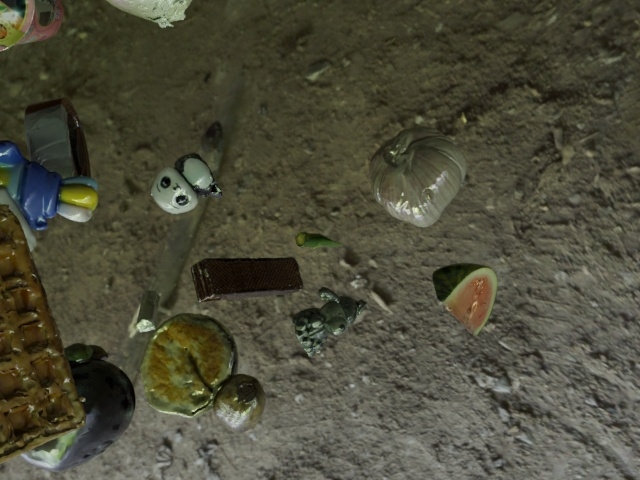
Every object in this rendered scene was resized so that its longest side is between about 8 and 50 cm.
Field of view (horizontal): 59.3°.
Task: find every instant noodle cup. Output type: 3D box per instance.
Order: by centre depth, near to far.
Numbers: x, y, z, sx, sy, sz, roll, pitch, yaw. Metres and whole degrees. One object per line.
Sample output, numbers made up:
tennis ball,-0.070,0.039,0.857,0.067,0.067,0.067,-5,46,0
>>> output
instant noodle cup,-0.765,-0.580,1.384,0.244,0.244,0.255,-48,11,13

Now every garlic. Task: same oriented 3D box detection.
garlic,0.289,-0.206,1.702,0.317,0.259,0.317,-23,42,23

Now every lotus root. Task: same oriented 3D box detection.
lotus root,-0.234,0.473,1.605,0.145,0.128,0.260,46,143,15

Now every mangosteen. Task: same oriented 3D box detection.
mangosteen,-0.621,0.405,1.380,0.300,0.300,0.300,-16,62,33

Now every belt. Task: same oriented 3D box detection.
belt,-0.610,-0.208,1.312,0.105,0.184,0.262,-10,69,-7

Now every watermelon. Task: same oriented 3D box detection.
watermelon,0.359,0.124,1.460,0.128,0.303,0.159,27,83,37

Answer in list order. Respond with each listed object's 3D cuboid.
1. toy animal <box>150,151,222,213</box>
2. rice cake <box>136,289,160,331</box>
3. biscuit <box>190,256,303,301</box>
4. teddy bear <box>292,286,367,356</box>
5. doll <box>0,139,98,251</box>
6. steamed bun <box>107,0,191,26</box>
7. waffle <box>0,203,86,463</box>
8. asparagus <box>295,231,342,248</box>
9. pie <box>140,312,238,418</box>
toy animal,-0.403,-0.154,1.669,0.179,0.166,0.138,-39,4,-28
rice cake,-0.552,0.223,1.806,0.256,0.057,0.052,-126,36,-69
biscuit,-0.201,0.110,1.639,0.073,0.388,0.107,-27,73,35
teddy bear,0.016,0.247,1.805,0.251,0.171,0.144,-37,23,15
doll,-0.654,-0.047,1.115,0.187,0.376,0.366,-9,42,52
steamed bun,-0.451,-0.685,1.391,0.334,0.311,0.233,-23,52,63
waffle,-0.422,0.115,0.656,0.091,0.213,0.308,-23,84,28
asparagus,0.000,0.000,1.627,0.041,0.178,0.045,-42,64,32
pie,-0.416,0.395,1.788,0.339,0.077,0.339,-1,84,7
